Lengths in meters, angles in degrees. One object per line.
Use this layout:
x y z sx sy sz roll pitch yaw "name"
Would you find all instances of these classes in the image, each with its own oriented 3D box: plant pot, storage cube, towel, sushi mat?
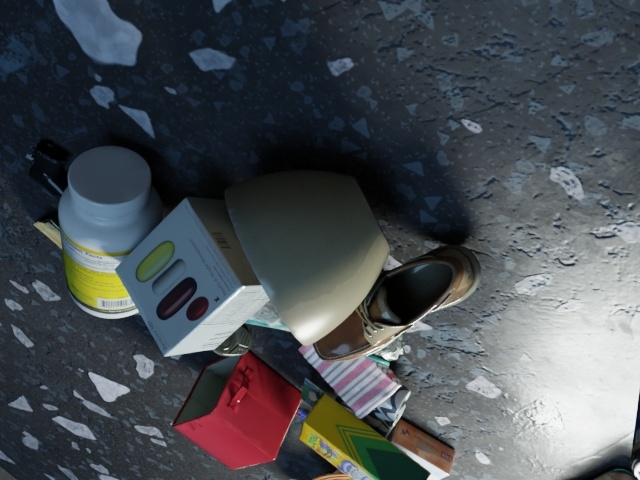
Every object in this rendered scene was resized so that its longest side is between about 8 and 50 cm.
0.000 0.000 1.267 0.191 0.284 0.284 -27 125 4 "plant pot"
-0.190 0.395 1.844 0.193 0.183 0.215 42 139 -19 "storage cube"
0.055 0.255 1.598 0.197 0.029 0.144 48 128 9 "towel"
-0.495 0.063 1.741 0.316 0.019 0.151 48 159 -24 "sushi mat"

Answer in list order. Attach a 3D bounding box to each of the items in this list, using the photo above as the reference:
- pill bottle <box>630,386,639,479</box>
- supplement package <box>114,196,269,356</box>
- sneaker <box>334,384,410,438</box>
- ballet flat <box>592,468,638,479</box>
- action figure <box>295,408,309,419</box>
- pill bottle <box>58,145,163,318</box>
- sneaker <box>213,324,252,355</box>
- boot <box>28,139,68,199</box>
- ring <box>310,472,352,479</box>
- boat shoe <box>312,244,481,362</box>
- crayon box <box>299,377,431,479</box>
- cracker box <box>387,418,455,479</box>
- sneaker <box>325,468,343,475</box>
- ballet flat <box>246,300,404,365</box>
0.565 0.278 1.257 0.123 0.219 0.122 16 141 14 "pill bottle"
-0.211 0.063 1.397 0.203 0.149 0.194 -42 70 21 "supplement package"
0.098 0.347 1.709 0.153 0.094 0.235 31 155 15 "sneaker"
0.559 0.581 1.690 0.108 0.106 0.316 26 142 2 "ballet flat"
-0.023 0.429 1.913 0.115 0.030 0.038 5 132 22 "action figure"
-0.393 -0.014 1.500 0.188 0.188 0.334 23 141 5 "pill bottle"
-0.265 0.191 1.747 0.228 0.087 0.130 14 -177 -22 "sneaker"
-0.513 -0.135 1.550 0.121 0.045 0.099 34 138 -7 "boot"
0.106 0.671 1.959 0.337 0.032 0.336 8 129 10 "ring"
0.108 0.106 1.321 0.324 0.116 0.123 -36 77 21 "boat shoe"
0.066 0.446 1.713 0.323 0.083 0.203 36 159 11 "crayon box"
0.186 0.513 1.856 0.156 0.067 0.232 32 142 -7 "cracker box"
0.082 0.689 2.066 0.180 0.124 0.321 32 141 -5 "sneaker"
-0.030 0.124 1.505 0.409 0.147 0.147 14 140 13 "ballet flat"
